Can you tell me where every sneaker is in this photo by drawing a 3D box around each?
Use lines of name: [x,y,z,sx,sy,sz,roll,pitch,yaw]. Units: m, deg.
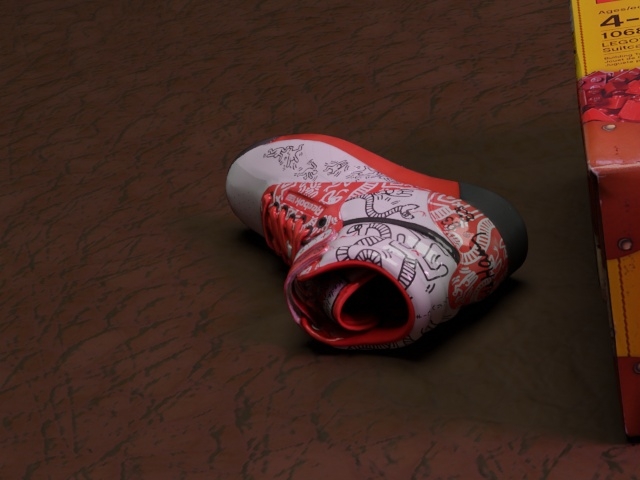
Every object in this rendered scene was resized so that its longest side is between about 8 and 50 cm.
sneaker: [0.000,-0.001,1.240,0.270,0.090,0.145,15,35,36]

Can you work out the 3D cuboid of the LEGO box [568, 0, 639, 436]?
LEGO box: [0.422,-0.074,1.113,0.500,0.193,0.372,-6,28,9]
